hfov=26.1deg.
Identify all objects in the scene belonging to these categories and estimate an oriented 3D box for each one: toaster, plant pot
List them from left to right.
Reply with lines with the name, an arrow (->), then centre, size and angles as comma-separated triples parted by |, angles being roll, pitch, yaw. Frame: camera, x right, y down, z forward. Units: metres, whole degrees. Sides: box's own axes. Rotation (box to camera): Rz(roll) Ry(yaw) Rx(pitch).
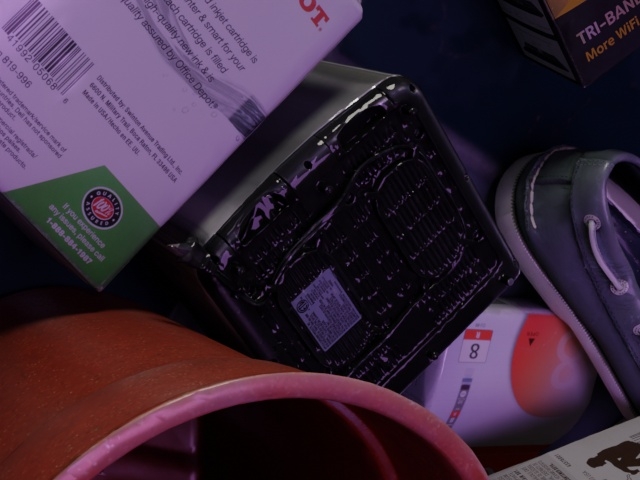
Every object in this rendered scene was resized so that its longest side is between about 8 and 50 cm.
plant pot -> -0.094, 0.152, 0.676 | 0.272, 0.265, 0.272 | -9, 109, -28
toaster -> 0.000, 0.000, 0.791 | 0.168, 0.110, 0.186 | -44, 124, -15

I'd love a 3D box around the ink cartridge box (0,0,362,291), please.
ink cartridge box -> -0.101, -0.105, 0.705 | 0.208, 0.087, 0.153 | -46, 124, -12

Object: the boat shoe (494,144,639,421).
boat shoe -> 0.249, 0.060, 0.927 | 0.319, 0.099, 0.116 | 47, 60, -15

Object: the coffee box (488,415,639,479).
coffee box -> 0.129, 0.243, 0.860 | 0.297, 0.119, 0.168 | -18, 118, -17

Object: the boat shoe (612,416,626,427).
boat shoe -> 0.234, 0.211, 1.020 | 0.254, 0.095, 0.079 | -47, 125, -18

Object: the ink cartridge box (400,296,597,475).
ink cartridge box -> 0.117, 0.128, 0.952 | 0.145, 0.045, 0.179 | 4, 100, -34

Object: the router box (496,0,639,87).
router box -> 0.213, -0.281, 0.830 | 0.309, 0.081, 0.243 | -37, 122, -6
